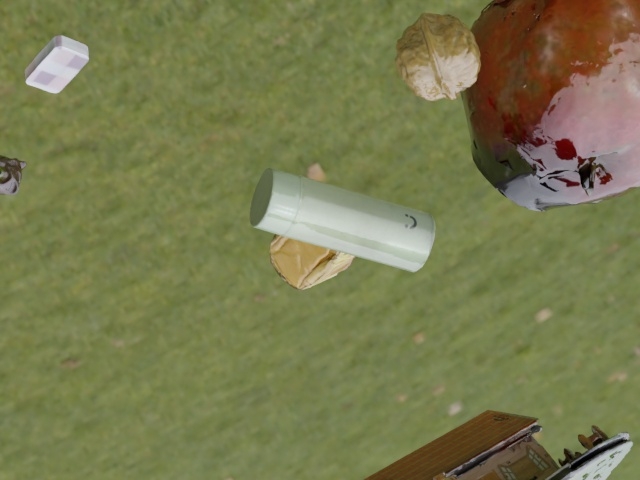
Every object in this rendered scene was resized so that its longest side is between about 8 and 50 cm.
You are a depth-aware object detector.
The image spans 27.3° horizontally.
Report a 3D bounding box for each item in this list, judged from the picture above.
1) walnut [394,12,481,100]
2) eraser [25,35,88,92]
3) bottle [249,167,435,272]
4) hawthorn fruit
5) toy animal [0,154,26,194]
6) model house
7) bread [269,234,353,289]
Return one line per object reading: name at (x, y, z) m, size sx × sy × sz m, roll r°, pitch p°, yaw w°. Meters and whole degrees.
walnut at (0.112, -0.175, 1.254) m, size 0.079 × 0.096 × 0.082 m, roll -20°, pitch 125°, yaw 13°
eraser at (-0.418, -0.278, 2.084) m, size 0.065 × 0.026 × 0.105 m, roll 20°, pitch 136°, yaw -38°
bottle at (0.025, -0.022, 1.479) m, size 0.201 × 0.072 × 0.072 m, roll 15°, pitch 138°, yaw -20°
hawthorn fruit at (0.299, -0.182, 1.557) m, size 0.316 × 0.316 × 0.316 m, roll -26°, pitch 157°, yaw -12°
toy animal at (-0.458, -0.077, 1.657) m, size 0.179 × 0.218 × 0.116 m, roll 5°, pitch 154°, yaw 0°
model house at (0.162, 0.258, 1.386) m, size 0.294 × 0.154 × 0.207 m, roll -24°, pitch 149°, yaw -31°
bread at (0.000, 0.000, 2.421) m, size 0.114 × 0.132 × 0.190 m, roll -24°, pitch 166°, yaw -42°
